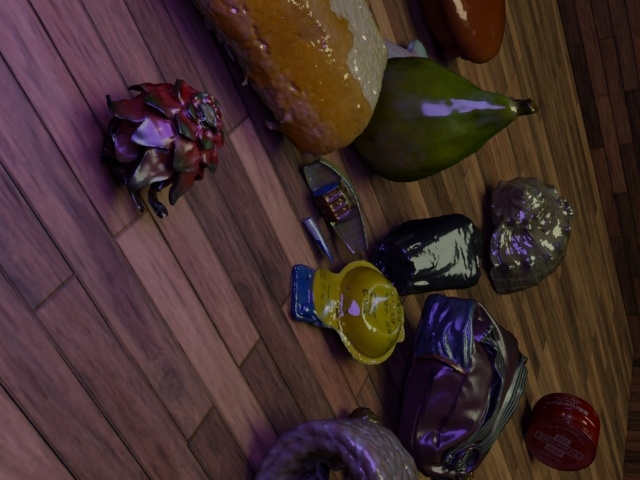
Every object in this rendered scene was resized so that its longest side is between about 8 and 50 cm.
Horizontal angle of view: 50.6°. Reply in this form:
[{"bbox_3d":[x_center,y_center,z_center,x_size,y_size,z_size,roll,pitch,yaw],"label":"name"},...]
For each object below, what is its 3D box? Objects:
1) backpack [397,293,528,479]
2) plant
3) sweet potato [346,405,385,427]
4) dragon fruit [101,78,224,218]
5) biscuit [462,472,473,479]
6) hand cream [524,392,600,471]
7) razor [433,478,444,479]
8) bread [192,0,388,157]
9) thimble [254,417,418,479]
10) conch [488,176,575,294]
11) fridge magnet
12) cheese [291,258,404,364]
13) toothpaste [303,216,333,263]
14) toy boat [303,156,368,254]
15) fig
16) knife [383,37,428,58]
[{"bbox_3d":[0.255,0.283,1.250,0.283,0.197,0.317,36,66,-48],"label":"backpack"},{"bbox_3d":[0.208,0.029,1.267,0.256,0.164,0.141,-18,97,-42],"label":"plant"},{"bbox_3d":[0.068,0.380,1.074,0.081,0.062,0.232,8,81,-41],"label":"sweet potato"},{"bbox_3d":[-0.168,-0.108,0.733,0.142,0.121,0.130,-28,76,-30],"label":"dragon fruit"},{"bbox_3d":[0.297,0.430,1.444,0.138,0.031,0.204,3,83,-47],"label":"biscuit"},{"bbox_3d":[0.677,0.533,1.890,0.125,0.193,0.193,-50,126,-51],"label":"hand cream"},{"bbox_3d":[0.246,0.442,1.359,0.082,0.042,0.253,7,76,-15],"label":"razor"},{"bbox_3d":[-0.050,-0.311,0.907,0.375,0.165,0.236,53,45,-41],"label":"bread"},{"bbox_3d":[0.023,0.347,0.875,0.148,0.196,0.229,21,66,-56],"label":"thimble"},{"bbox_3d":[0.560,0.007,1.798,0.352,0.210,0.297,53,58,-37],"label":"conch"},{"bbox_3d":[0.329,-0.587,1.563,0.364,0.155,0.363,15,72,-55],"label":"fridge magnet"},{"bbox_3d":[0.054,0.107,1.087,0.270,0.069,0.176,22,61,-44],"label":"cheese"},{"bbox_3d":[0.000,0.000,1.057,0.083,0.015,0.024,56,16,-22],"label":"toothpaste"},{"bbox_3d":[0.028,-0.056,1.078,0.172,0.065,0.066,60,26,-25],"label":"toy boat"},{"bbox_3d":[0.181,-0.231,1.151,0.233,0.314,0.233,15,61,-28],"label":"fig"},{"bbox_3d":[0.117,-0.354,1.298,0.399,0.038,0.132,-2,84,-57],"label":"knife"}]
